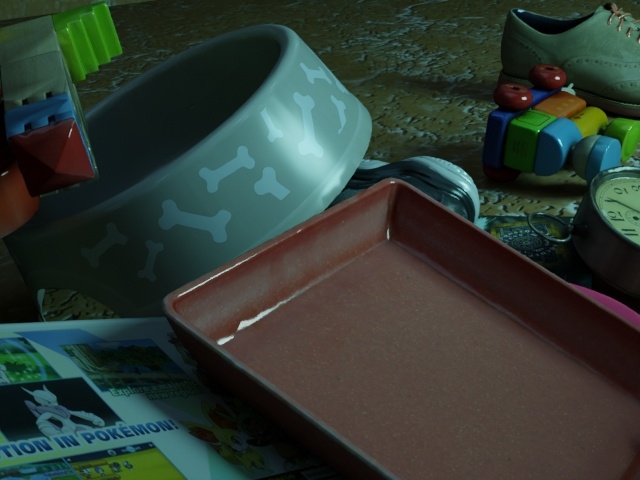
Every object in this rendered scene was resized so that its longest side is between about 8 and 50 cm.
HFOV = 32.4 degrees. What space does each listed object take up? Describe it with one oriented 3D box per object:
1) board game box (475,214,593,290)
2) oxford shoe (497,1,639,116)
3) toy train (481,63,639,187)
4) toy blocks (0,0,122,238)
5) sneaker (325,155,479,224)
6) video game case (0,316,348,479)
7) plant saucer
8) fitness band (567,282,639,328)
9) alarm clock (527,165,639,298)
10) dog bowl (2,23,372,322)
[{"bbox_3d":[0.177,0.023,0.971,0.126,0.026,0.186,1,24,15],"label":"board game box"},{"bbox_3d":[0.390,-0.236,1.411,0.348,0.130,0.123,7,26,27],"label":"oxford shoe"},{"bbox_3d":[0.295,-0.132,1.235,0.143,0.105,0.248,22,33,29],"label":"toy train"},{"bbox_3d":[-0.320,-0.051,0.834,0.381,0.191,0.261,-18,32,-8],"label":"toy blocks"},{"bbox_3d":[0.000,0.000,0.966,0.268,0.101,0.153,-5,29,17],"label":"sneaker"},{"bbox_3d":[-0.073,0.133,0.474,0.300,0.036,0.329,39,21,31],"label":"video game case"},{"bbox_3d":[0.077,0.077,0.631,0.259,0.048,0.258,33,33,19],"label":"plant saucer"},{"bbox_3d":[0.104,0.105,0.767,0.291,0.054,0.209,-22,31,-33],"label":"fitness band"},{"bbox_3d":[0.260,-0.005,0.926,0.192,0.064,0.129,5,40,-17],"label":"alarm clock"},{"bbox_3d":[-0.131,-0.066,0.972,0.348,0.102,0.349,-25,26,13],"label":"dog bowl"}]
